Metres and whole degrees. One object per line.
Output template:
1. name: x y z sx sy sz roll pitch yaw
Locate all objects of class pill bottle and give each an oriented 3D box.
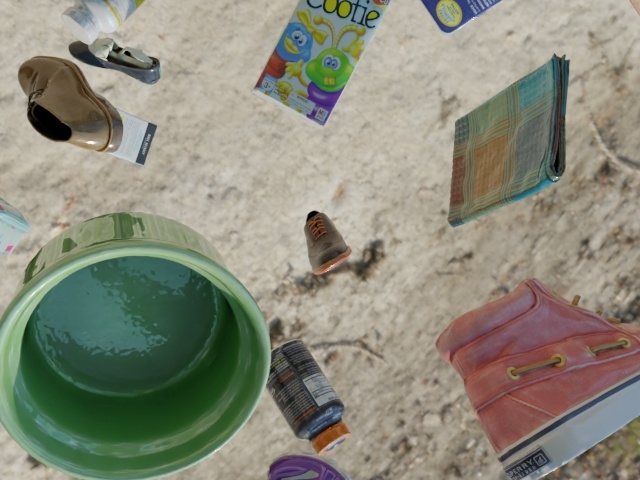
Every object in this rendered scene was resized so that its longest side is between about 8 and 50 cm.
1. pill bottle: -0.032 0.354 1.810 0.130 0.246 0.130 -29 157 -13
2. pill bottle: -0.406 -0.465 1.553 0.184 0.103 0.103 -51 144 -17

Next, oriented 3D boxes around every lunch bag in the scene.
1. lunch bag: -0.764 -0.086 1.718 0.108 0.279 0.224 -54 170 -5

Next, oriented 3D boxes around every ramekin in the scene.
1. ramekin: -0.220 0.114 0.947 0.303 0.148 0.304 -6 115 -14

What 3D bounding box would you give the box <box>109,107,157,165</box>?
1. box: -0.475 -0.245 1.769 0.244 0.060 0.101 19 90 -55

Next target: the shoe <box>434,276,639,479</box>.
1. shoe: 0.136 0.053 0.414 0.178 0.081 0.063 -15 155 -40

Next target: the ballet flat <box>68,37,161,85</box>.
1. ballet flat: -0.440 -0.402 1.756 0.203 0.074 0.074 19 112 -15

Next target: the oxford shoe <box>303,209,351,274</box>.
1. oxford shoe: 0.000 0.000 1.774 0.096 0.271 0.098 -31 104 1

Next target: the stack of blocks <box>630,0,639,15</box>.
1. stack of blocks: 0.407 -0.305 0.713 0.171 0.087 0.297 32 96 -38

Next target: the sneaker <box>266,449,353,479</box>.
1. sneaker: 0.014 0.279 0.827 0.068 0.170 0.071 -62 164 17

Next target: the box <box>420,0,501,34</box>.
1. box: 0.182 -0.317 0.796 0.225 0.036 0.136 -29 117 25

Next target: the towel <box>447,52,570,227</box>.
1. towel: 0.379 -0.195 1.691 0.040 0.370 0.272 14 71 -21

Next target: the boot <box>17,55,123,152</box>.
1. boot: -0.474 -0.251 1.428 0.115 0.305 0.112 -6 124 -46

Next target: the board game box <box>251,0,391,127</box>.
1. board game box: 0.003 -0.354 1.436 0.142 0.144 0.275 28 93 -9
